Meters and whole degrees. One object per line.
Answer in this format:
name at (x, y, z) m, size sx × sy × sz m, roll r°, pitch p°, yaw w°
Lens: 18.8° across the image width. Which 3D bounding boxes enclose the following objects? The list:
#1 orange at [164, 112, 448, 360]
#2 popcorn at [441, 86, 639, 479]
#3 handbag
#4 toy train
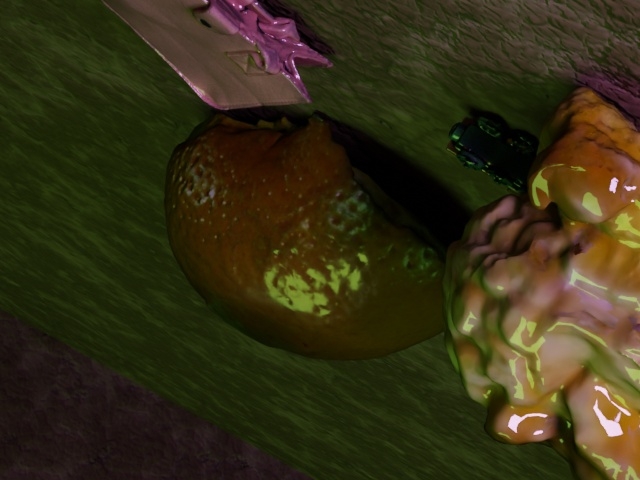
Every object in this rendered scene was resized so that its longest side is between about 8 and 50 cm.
orange at (-0.004, 0.009, 1.816) m, size 0.334 × 0.196 × 0.262 m, roll 11°, pitch 170°, yaw 37°
popcorn at (0.210, 0.042, 1.396) m, size 0.265 × 0.225 × 0.332 m, roll 4°, pitch 130°, yaw 38°
handbag at (-0.106, -0.187, 1.545) m, size 0.212 × 0.059 × 0.157 m, roll 41°, pitch 163°, yaw -30°
toy train at (0.145, -0.060, 1.504) m, size 0.103 × 0.044 × 0.064 m, roll 31°, pitch 176°, yaw -1°
